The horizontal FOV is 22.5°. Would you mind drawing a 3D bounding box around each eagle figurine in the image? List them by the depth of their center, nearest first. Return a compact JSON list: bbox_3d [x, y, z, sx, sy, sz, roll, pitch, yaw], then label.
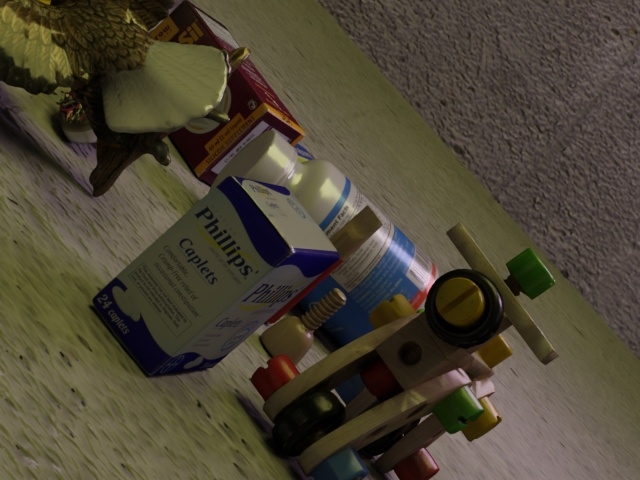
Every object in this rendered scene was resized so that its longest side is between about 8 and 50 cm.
[{"bbox_3d":[-0.213,-0.186,1.255,0.298,0.225,0.226,54,22,-22],"label":"eagle figurine"}]

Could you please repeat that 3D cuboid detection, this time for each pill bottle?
[{"bbox_3d":[0.000,0.000,1.556,0.221,0.124,0.124,44,11,-17],"label":"pill bottle"}]

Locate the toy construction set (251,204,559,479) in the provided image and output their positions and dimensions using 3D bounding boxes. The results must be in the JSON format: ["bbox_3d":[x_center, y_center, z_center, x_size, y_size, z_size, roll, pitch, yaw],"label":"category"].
[{"bbox_3d":[0.079,0.071,1.305,0.257,0.237,0.309,36,15,-45],"label":"toy construction set"}]

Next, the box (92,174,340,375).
[{"bbox_3d":[-0.071,0.026,1.147,0.072,0.137,0.126,51,11,12],"label":"box"}]

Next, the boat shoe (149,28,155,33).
[{"bbox_3d":[-0.156,-0.203,1.874,0.135,0.045,0.050,52,12,22],"label":"boat shoe"}]

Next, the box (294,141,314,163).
[{"bbox_3d":[-0.073,-0.134,1.964,0.178,0.042,0.109,50,11,15],"label":"box"}]

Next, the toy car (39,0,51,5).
[{"bbox_3d":[-0.259,-0.224,1.538,0.239,0.053,0.225,34,17,-53],"label":"toy car"}]

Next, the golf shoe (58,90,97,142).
[{"bbox_3d":[-0.170,-0.109,1.425,0.186,0.068,0.086,-42,132,-62],"label":"golf shoe"}]

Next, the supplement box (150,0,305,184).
[{"bbox_3d":[-0.115,-0.149,1.690,0.188,0.104,0.081,54,13,32],"label":"supplement box"}]
